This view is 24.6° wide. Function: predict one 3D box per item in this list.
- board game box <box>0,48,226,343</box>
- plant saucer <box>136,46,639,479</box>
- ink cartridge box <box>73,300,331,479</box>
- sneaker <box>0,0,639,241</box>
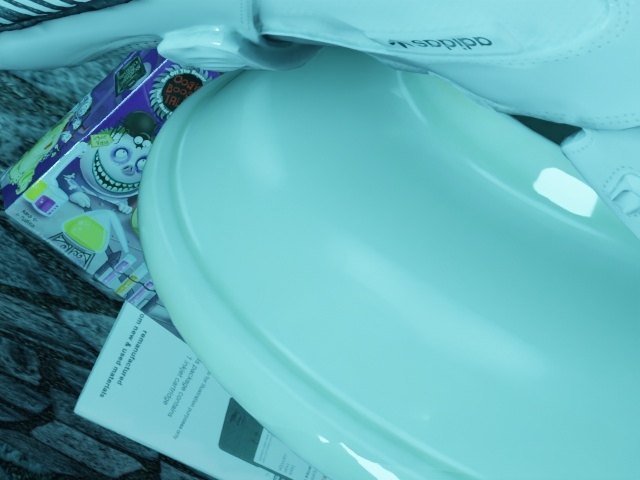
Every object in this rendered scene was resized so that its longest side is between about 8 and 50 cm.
[{"bbox_3d":[0.000,0.000,0.913,0.347,0.208,0.056,39,-169,-34],"label":"board game box"},{"bbox_3d":[0.131,-0.019,0.592,0.400,0.400,0.100,21,121,10],"label":"plant saucer"},{"bbox_3d":[-0.022,0.110,1.150,0.289,0.121,0.211,26,-165,-6],"label":"ink cartridge box"},{"bbox_3d":[0.026,-0.080,0.430,0.210,0.137,0.366,40,149,-22],"label":"sneaker"}]
